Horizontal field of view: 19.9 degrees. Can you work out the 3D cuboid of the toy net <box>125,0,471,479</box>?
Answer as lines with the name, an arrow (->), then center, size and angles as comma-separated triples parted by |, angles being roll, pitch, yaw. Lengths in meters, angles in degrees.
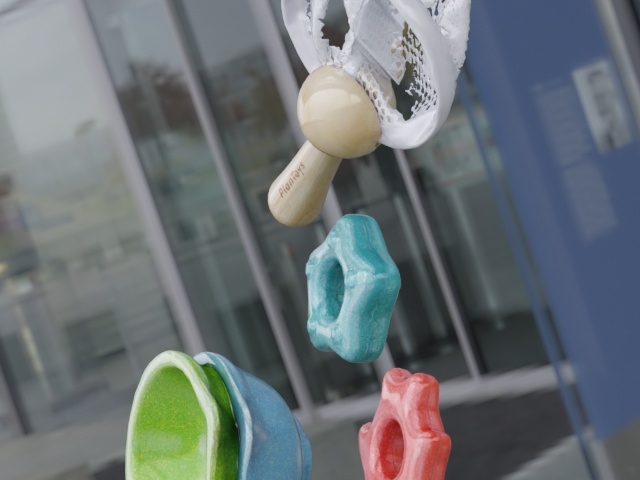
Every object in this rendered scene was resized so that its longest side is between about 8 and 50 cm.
toy net -> 0.000, 0.000, 0.502 | 0.045, 0.232, 0.122 | 5, 18, -25
